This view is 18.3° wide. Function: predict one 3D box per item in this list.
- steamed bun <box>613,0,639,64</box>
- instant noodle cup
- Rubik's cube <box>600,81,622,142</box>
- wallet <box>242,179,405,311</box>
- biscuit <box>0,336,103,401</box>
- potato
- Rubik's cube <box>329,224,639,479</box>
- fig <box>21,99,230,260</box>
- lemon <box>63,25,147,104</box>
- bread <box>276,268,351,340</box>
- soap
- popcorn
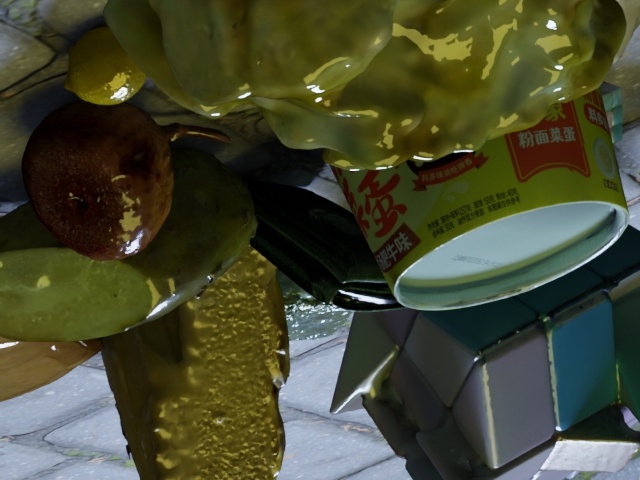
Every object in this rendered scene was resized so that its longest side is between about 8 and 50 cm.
[{"bbox_3d":[0.350,-0.269,1.546,0.372,0.230,0.325,-19,163,-2],"label":"steamed bun"},{"bbox_3d":[0.146,-0.083,1.857,0.311,0.222,0.311,-16,160,-6],"label":"instant noodle cup"},{"bbox_3d":[0.263,-0.131,2.049,0.084,0.075,0.073,-2,-161,-38],"label":"Rubik's cube"},{"bbox_3d":[0.001,-0.002,1.984,0.160,0.236,0.055,3,116,-43],"label":"wallet"},{"bbox_3d":[-0.408,0.130,2.141,0.312,0.057,0.351,-20,161,7],"label":"biscuit"},{"bbox_3d":[-0.202,0.011,1.891,0.298,0.176,0.141,-23,116,-8],"label":"potato"},{"bbox_3d":[0.209,0.122,2.244,0.387,0.358,0.368,-24,157,-23],"label":"Rubik's cube"},{"bbox_3d":[-0.171,-0.082,1.790,0.201,0.133,0.146,-46,150,-43],"label":"fig"},{"bbox_3d":[-0.179,-0.145,1.654,0.092,0.065,0.065,-24,159,26],"label":"lemon"},{"bbox_3d":[-0.021,0.073,2.350,0.172,0.064,0.232,-22,161,17],"label":"bread"},{"bbox_3d":[-0.108,0.171,2.135,0.169,0.339,0.304,-11,160,-23],"label":"soap"},{"bbox_3d":[0.028,-0.196,1.432,0.334,0.292,0.293,17,123,-47],"label":"popcorn"}]
